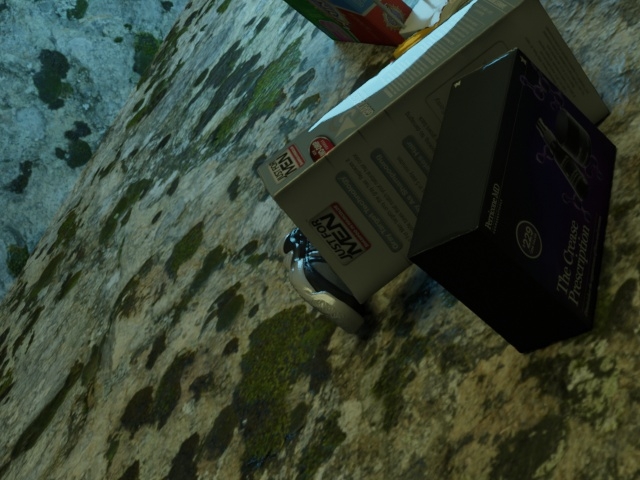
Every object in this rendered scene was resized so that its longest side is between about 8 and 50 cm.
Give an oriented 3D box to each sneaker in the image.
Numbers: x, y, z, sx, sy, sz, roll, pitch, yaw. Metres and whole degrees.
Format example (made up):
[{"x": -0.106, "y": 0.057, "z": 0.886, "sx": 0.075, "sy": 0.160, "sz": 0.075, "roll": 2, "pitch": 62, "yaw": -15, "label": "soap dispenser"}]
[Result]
[{"x": 0.033, "y": 0.012, "z": 1.605, "sx": 0.153, "sy": 0.101, "sz": 0.268, "roll": -48, "pitch": 24, "yaw": 8, "label": "sneaker"}, {"x": 0.208, "y": -0.292, "z": 1.761, "sx": 0.225, "sy": 0.088, "sz": 0.092, "roll": -43, "pitch": 46, "yaw": 21, "label": "sneaker"}]

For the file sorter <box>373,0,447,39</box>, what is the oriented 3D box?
[{"x": 0.201, "y": -0.491, "z": 1.905, "sx": 0.193, "sy": 0.173, "sz": 0.277, "roll": 4, "pitch": 59, "yaw": 58, "label": "file sorter"}]

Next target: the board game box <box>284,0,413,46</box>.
[{"x": 0.010, "y": -0.442, "z": 2.105, "sx": 0.064, "sy": 0.242, "sz": 0.316, "roll": -56, "pitch": 23, "yaw": -3, "label": "board game box"}]

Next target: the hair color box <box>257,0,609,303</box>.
[{"x": 0.131, "y": -0.118, "z": 1.423, "sx": 0.374, "sy": 0.185, "sz": 0.113, "roll": -38, "pitch": 25, "yaw": 3, "label": "hair color box"}]

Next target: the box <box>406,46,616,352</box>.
[{"x": 0.209, "y": -0.044, "z": 1.265, "sx": 0.103, "sy": 0.184, "sz": 0.261, "roll": -28, "pitch": 34, "yaw": 44, "label": "box"}]
